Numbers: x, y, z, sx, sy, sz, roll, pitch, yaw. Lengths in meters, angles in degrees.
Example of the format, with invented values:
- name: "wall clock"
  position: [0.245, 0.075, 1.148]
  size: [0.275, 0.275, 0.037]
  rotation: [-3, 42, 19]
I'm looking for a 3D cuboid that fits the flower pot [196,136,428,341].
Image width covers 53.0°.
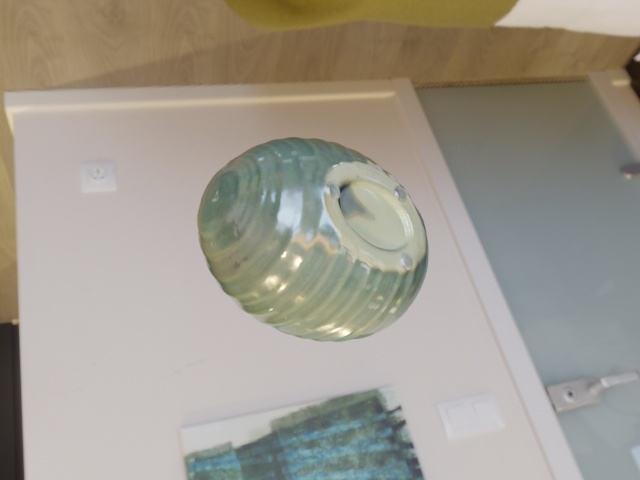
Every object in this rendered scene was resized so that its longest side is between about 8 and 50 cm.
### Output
- name: "flower pot"
  position: [0.000, 0.000, 0.625]
  size: [0.243, 0.189, 0.157]
  rotation: [22, 147, -39]
